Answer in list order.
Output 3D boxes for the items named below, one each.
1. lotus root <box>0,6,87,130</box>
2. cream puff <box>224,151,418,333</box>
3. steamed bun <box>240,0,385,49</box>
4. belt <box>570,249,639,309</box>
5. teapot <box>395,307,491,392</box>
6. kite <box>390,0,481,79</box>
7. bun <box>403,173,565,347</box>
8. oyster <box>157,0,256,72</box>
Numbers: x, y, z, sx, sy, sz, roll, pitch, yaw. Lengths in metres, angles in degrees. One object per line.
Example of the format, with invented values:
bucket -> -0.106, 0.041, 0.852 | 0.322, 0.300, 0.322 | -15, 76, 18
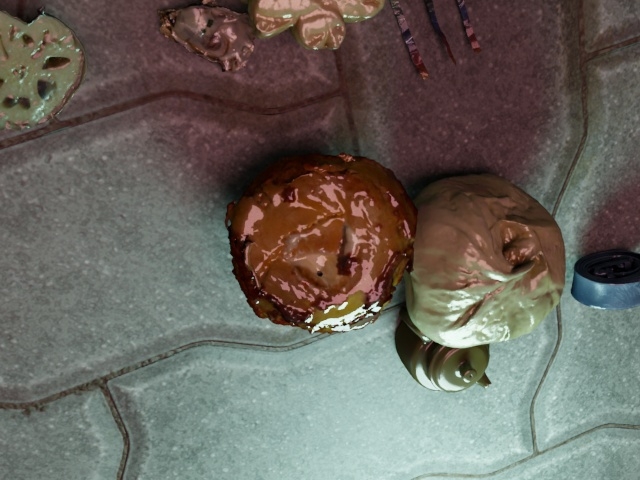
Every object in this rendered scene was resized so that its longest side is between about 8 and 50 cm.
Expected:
lotus root -> -0.460, -0.267, 1.263 | 0.203, 0.078, 0.183 | -46, 134, 10
cream puff -> 0.001, 0.005, 1.485 | 0.350, 0.228, 0.351 | -1, 96, -6
steamed bun -> -0.016, -0.455, 1.311 | 0.292, 0.137, 0.295 | -26, 116, -7
belt -> 0.640, 0.087, 1.833 | 0.190, 0.141, 0.082 | -12, 120, -19
teapot -> 0.260, 0.225, 1.735 | 0.267, 0.175, 0.185 | 38, 95, -32
kite -> 0.165, -0.459, 1.445 | 0.204, 0.022, 0.360 | -27, 118, -8
bun -> 0.311, 0.039, 1.594 | 0.361, 0.213, 0.361 | -1, 92, -22
oyster -> -0.175, -0.341, 1.350 | 0.165, 0.053, 0.108 | 17, 127, -35
